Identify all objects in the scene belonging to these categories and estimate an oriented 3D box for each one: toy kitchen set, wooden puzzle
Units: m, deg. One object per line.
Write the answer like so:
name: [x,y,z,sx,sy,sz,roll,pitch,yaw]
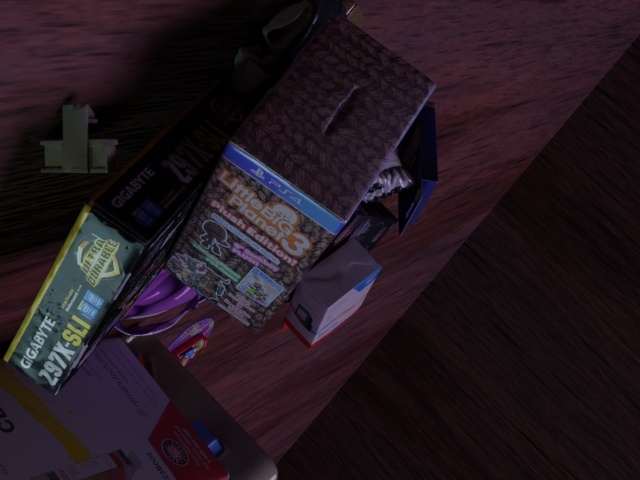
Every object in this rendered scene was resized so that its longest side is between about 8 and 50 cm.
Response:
toy kitchen set: [-0.233,-0.104,1.035,0.075,0.083,0.068,-12,103,-65]
wooden puzzle: [-0.290,0.331,1.505,0.322,0.348,0.080,-40,156,-17]

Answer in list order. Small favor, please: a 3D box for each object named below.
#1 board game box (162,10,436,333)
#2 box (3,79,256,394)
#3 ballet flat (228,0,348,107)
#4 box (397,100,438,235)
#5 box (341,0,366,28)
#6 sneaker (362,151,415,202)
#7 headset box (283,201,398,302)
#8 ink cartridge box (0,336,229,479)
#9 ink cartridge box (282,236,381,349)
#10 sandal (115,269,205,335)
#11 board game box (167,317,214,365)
board game box: [-0.031,-0.069,1.146,0.232,0.141,0.291,-56,-178,-35]
box: [-0.202,-0.013,1.132,0.257,0.079,0.322,-51,-176,36]
ballet flat: [-0.058,-0.223,1.197,0.203,0.074,0.074,-42,166,14]
box: [0.177,-0.129,1.851,0.136,0.036,0.225,115,-17,-54]
box: [-0.018,-0.224,1.308,0.201,0.021,0.164,-49,179,8]
sneaker: [0.066,-0.126,1.685,0.110,0.118,0.292,-20,177,20]
headset box: [0.000,0.000,1.850,0.218,0.110,0.293,-48,165,14]
ink cartridge box: [-0.350,0.292,1.267,0.384,0.279,0.160,-6,137,-55]
ink cartridge box: [0.014,0.107,1.803,0.134,0.078,0.231,-36,164,-26]
sandal: [-0.230,0.078,1.457,0.169,0.102,0.416,-50,165,21]
board game box: [-0.256,0.219,1.907,0.169,0.033,0.133,-46,165,5]
